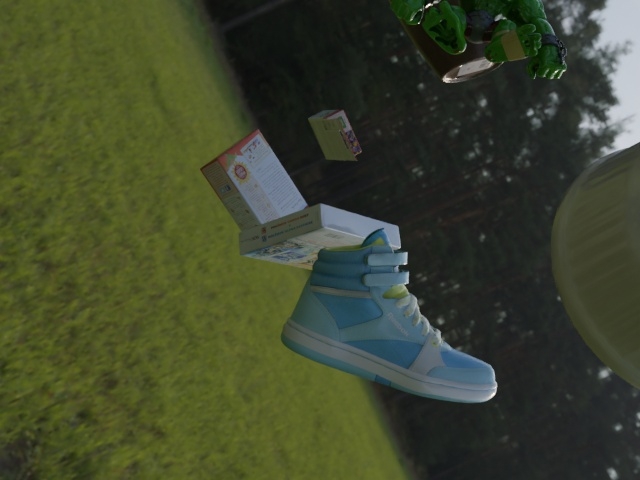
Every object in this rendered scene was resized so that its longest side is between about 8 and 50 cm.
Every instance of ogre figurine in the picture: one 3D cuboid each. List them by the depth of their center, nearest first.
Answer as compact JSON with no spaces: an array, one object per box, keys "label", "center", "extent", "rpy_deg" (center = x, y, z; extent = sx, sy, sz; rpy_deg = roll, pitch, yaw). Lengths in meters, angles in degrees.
[{"label":"ogre figurine","center":[0.181,-0.256,0.938],"extent":[0.097,0.197,0.118],"rpy_deg":[86,14,-48]}]

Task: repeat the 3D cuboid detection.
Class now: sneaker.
[{"label":"sneaker","center":[0.121,0.100,1.187],"extent":[0.127,0.319,0.208],"rpy_deg":[-115,-138,-88]}]

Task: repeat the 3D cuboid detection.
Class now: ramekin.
[{"label":"ramekin","center":[0.368,0.011,0.780],"extent":[0.273,0.273,0.127],"rpy_deg":[65,-20,15]}]

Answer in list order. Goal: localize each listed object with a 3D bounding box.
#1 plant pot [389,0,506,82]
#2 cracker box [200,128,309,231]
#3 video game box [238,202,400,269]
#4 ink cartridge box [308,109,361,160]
[{"label":"plant pot","center":[0.217,-0.386,1.361],"extent":[0.215,0.215,0.230],"rpy_deg":[70,4,-82]},{"label":"cracker box","center":[-0.129,-0.098,1.757],"extent":[0.232,0.067,0.156],"rpy_deg":[57,41,-11]},{"label":"video game box","center":[0.000,0.000,1.392],"extent":[0.205,0.187,0.048],"rpy_deg":[14,63,-47]},{"label":"ink cartridge box","center":[0.025,-0.139,1.096],"extent":[0.063,0.029,0.115],"rpy_deg":[65,-15,-15]}]
